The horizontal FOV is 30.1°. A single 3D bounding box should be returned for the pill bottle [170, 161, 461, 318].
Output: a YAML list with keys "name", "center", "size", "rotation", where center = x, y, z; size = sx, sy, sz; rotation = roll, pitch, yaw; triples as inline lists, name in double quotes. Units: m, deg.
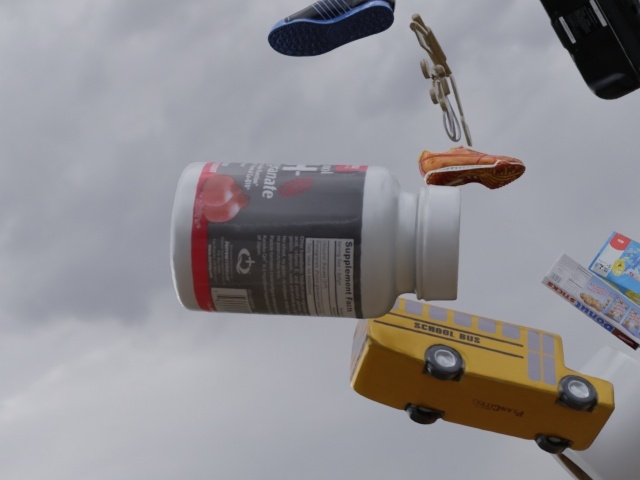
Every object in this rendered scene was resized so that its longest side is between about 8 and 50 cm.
- name: "pill bottle"
  center: [0.000, 0.000, 1.365]
  size: [0.318, 0.176, 0.176]
  rotation: [2, -19, 6]

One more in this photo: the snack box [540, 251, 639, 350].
- name: "snack box"
  center: [0.431, 0.093, 1.843]
  size: [0.064, 0.178, 0.022]
  rotation: [-46, -12, -35]

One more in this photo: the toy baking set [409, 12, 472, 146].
- name: "toy baking set"
  center: [0.213, -0.286, 2.162]
  size: [0.030, 0.197, 0.256]
  rotation: [-17, -38, 21]

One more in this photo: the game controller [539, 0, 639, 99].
- name: "game controller"
  center: [0.503, -0.415, 2.182]
  size: [0.067, 0.319, 0.166]
  rotation: [-33, 5, -41]

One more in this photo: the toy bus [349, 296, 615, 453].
- name: "toy bus"
  center: [0.210, 0.174, 1.562]
  size: [0.332, 0.130, 0.108]
  rotation: [13, -49, -5]

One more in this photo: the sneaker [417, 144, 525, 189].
- name: "sneaker"
  center: [0.227, -0.115, 1.764]
  size: [0.175, 0.067, 0.064]
  rotation: [1, -38, -25]

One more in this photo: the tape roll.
- name: "tape roll"
  center: [0.458, 0.303, 1.790]
  size: [0.169, 0.246, 0.246]
  rotation: [-44, -18, -7]

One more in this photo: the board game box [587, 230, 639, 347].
- name: "board game box"
  center: [0.649, 0.146, 2.105]
  size: [0.086, 0.302, 0.308]
  rotation: [-53, -36, -10]

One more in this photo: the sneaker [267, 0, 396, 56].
- name: "sneaker"
  center: [0.021, -0.389, 2.080]
  size: [0.232, 0.090, 0.081]
  rotation: [-10, -48, 15]
